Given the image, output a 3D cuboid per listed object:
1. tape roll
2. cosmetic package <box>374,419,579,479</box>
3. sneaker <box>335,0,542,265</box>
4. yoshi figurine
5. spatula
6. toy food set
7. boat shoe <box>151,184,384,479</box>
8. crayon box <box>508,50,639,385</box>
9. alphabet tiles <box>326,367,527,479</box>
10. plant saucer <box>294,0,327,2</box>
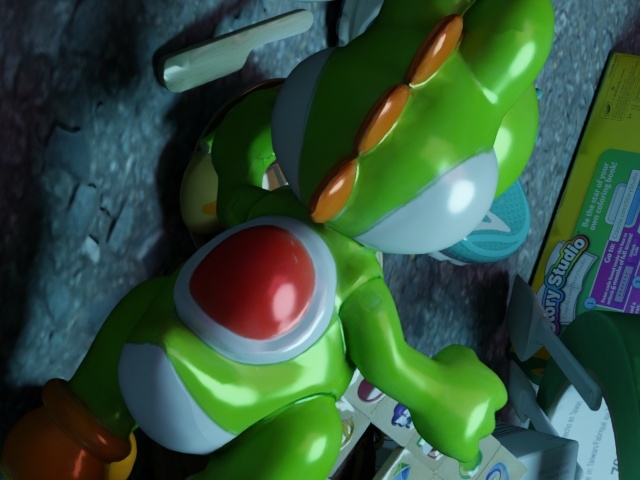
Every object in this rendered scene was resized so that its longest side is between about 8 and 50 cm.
[{"bbox_3d":[0.209,0.211,1.394,0.321,0.077,0.321,-173,-90,-82],"label":"tape roll"},{"bbox_3d":[0.065,0.214,1.340,0.151,0.151,0.183,-5,104,-57],"label":"cosmetic package"},{"bbox_3d":[0.094,-0.071,1.330,0.107,0.110,0.275,-62,146,-25],"label":"sneaker"},{"bbox_3d":[0.005,0.013,1.040,0.204,0.203,0.362,31,100,-27],"label":"yoshi figurine"},{"bbox_3d":[0.160,0.131,1.461,0.242,0.019,0.168,-113,-149,-74],"label":"spatula"},{"bbox_3d":[-0.030,-0.033,1.181,0.132,0.038,0.192,-27,124,-35],"label":"toy food set"},{"bbox_3d":[-0.026,0.125,1.196,0.123,0.123,0.342,-20,124,-65],"label":"boat shoe"},{"bbox_3d":[0.277,-0.004,1.598,0.081,0.165,0.278,42,65,-56],"label":"crayon box"},{"bbox_3d":[0.008,0.189,1.151,0.237,0.009,0.198,-53,139,-5],"label":"alphabet tiles"},{"bbox_3d":[-0.069,-0.301,0.934,0.400,0.101,0.400,26,59,-56],"label":"plant saucer"}]
